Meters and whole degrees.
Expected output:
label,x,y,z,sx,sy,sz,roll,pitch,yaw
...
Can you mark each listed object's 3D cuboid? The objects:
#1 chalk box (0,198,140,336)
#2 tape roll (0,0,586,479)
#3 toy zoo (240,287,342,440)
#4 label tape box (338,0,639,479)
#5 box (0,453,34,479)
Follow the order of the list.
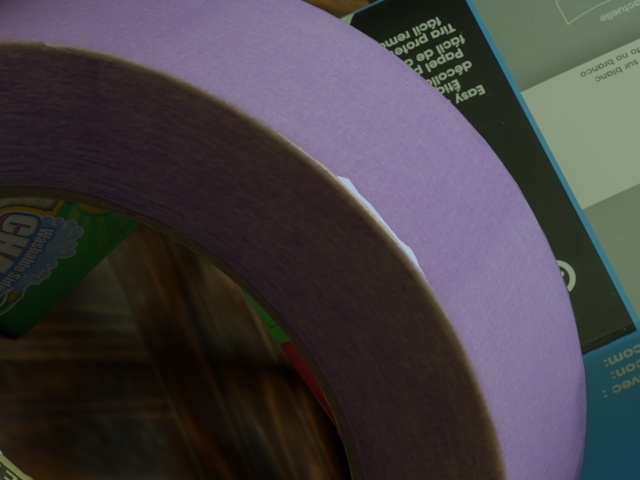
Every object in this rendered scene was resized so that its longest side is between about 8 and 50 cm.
label,x,y,z,sx,sy,sz,roll,pitch,yaw
chalk box,-0.139,-0.060,0.799,0.213,0.132,0.132,24,37,-37
tape roll,-0.059,0.056,0.625,0.275,0.275,0.090,47,31,-3
toy zoo,0.000,0.000,0.863,0.293,0.030,0.192,59,13,-54
label tape box,0.173,-0.002,1.002,0.115,0.249,0.347,65,1,-61
box,-0.178,0.108,0.507,0.247,0.163,0.142,41,30,-11
